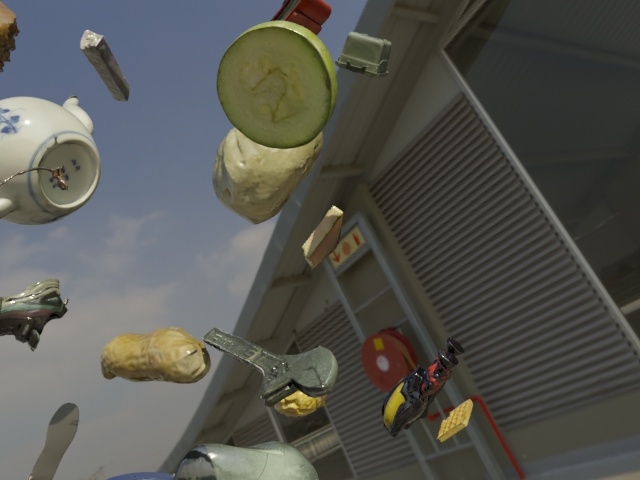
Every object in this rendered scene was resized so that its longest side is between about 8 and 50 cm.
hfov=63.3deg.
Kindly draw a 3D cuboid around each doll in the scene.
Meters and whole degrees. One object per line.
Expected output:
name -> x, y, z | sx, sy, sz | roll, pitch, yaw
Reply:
doll -> 0.195, 0.302, 1.044 | 0.127, 0.088, 0.249 | 1, -51, -42

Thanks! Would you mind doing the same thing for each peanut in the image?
peanut -> -0.266, 0.190, 0.839 | 0.214, 0.100, 0.099 | -12, -12, 24

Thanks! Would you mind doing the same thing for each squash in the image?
squash -> -0.091, -0.311, 1.056 | 0.252, 0.252, 0.049 | -38, 16, 31

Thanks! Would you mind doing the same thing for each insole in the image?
insole -> -0.601, 0.462, 1.178 | 0.064, 0.188, 0.004 | 25, -40, -18

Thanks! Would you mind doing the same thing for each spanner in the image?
spanner -> -0.084, 0.148, 0.670 | 0.093, 0.026, 0.325 | -37, 21, -26

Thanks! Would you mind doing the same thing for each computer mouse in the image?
computer mouse -> -0.152, 0.449, 0.922 | 0.379, 0.167, 0.090 | 11, -20, -32

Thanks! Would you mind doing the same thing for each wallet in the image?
wallet -> -0.050, -0.562, 1.328 | 0.142, 0.045, 0.204 | -45, -5, 21

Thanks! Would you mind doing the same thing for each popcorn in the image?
popcorn -> -0.064, 0.447, 1.532 | 0.170, 0.180, 0.180 | -47, -3, -37

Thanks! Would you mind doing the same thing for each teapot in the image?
teapot -> -0.600, -0.161, 1.038 | 0.424, 0.280, 0.252 | -58, -25, -36

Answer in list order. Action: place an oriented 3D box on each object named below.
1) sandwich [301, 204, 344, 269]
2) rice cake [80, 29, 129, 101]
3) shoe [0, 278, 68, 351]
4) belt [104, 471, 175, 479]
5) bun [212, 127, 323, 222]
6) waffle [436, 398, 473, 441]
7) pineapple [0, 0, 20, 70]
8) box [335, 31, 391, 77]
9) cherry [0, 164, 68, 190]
sandwich -> 0.000, 0.000, 1.697 | 0.162, 0.058, 0.193 | -40, -24, -35
rice cake -> -0.692, -0.558, 1.689 | 0.064, 0.070, 0.399 | 9, -10, -6
shoe -> -0.497, 0.139, 0.865 | 0.169, 0.099, 0.071 | -34, -1, -41
belt -> -0.354, 0.612, 1.105 | 0.347, 0.212, 0.117 | 20, -25, -24
bun -> -0.148, -0.211, 1.406 | 0.362, 0.234, 0.326 | -56, 2, -38
waffle -> 0.338, 0.450, 1.298 | 0.092, 0.021, 0.135 | -44, -11, 20
pineapple -> -0.894, -0.458, 1.303 | 0.202, 0.202, 0.362 | -6, -30, -46
box -> 0.122, -0.490, 1.364 | 0.172, 0.124, 0.093 | -49, -22, -65
cherry -> -0.492, -0.061, 0.765 | 0.225, 0.107, 0.090 | -17, -46, -22
